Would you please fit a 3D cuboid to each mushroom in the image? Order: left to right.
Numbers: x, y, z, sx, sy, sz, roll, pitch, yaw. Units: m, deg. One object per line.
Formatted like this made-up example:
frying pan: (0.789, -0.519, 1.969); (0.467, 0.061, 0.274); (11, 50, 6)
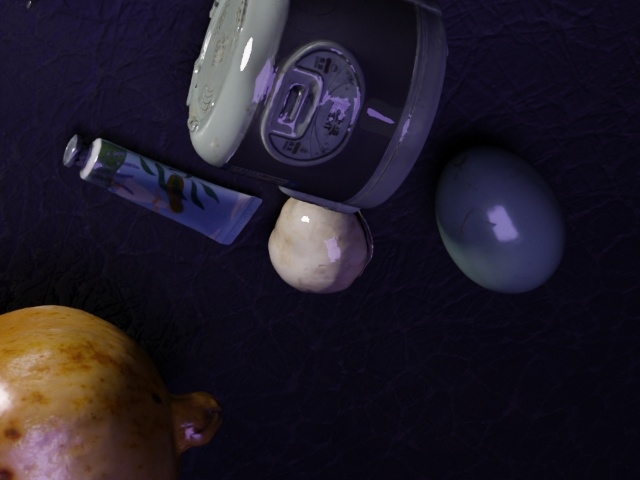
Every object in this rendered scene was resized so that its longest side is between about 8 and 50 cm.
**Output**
mushroom: (0.000, 0.000, 1.475); (0.154, 0.122, 0.154); (17, 125, 26)

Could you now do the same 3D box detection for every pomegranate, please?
pomegranate: (-0.333, 0.272, 1.433); (0.410, 0.410, 0.410); (-5, 121, -8)

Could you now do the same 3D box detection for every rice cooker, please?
rice cooker: (0.000, -0.186, 1.272); (0.277, 0.288, 0.288); (17, 116, -19)

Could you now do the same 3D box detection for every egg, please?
egg: (0.248, -0.029, 1.472); (0.168, 0.168, 0.231); (-29, 117, 7)

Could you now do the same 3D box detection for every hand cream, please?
hand cream: (-0.213, -0.071, 1.432); (0.271, 0.058, 0.091); (24, 117, -28)

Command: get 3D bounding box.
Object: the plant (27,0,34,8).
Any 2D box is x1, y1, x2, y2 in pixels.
plant: (-0.335, -0.306, 1.269); (0.102, 0.051, 0.051); (-22, 122, 8)
